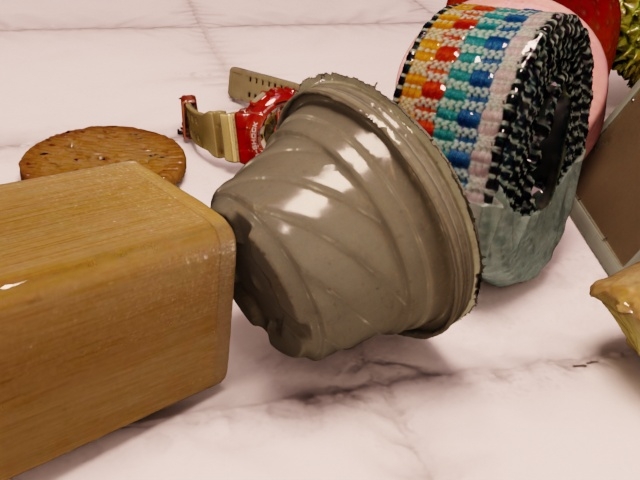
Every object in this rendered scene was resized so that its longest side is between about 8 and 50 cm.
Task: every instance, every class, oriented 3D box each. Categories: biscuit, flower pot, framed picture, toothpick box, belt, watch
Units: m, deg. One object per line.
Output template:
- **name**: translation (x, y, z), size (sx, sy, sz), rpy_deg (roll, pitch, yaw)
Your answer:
- **biscuit**: translation (-0.249, -0.086, 0.904), size (0.187, 0.027, 0.188), rpy_deg (2, 32, -2)
- **flower pot**: translation (0.000, 0.000, 0.616), size (0.140, 0.236, 0.235), rpy_deg (-30, 43, -23)
- **framed picture**: translation (0.368, -0.116, 0.804), size (0.019, 0.296, 0.232), rpy_deg (27, 27, -16)
- **toothpick box**: translation (-0.224, 0.058, 0.522), size (0.308, 0.190, 0.187), rpy_deg (-19, 36, -40)
- **belt**: translation (0.159, -0.087, 0.742), size (0.150, 0.258, 0.207), rpy_deg (17, 12, 36)
- **watch**: translation (-0.102, -0.168, 1.015), size (0.164, 0.102, 0.268), rpy_deg (-20, 30, -32)

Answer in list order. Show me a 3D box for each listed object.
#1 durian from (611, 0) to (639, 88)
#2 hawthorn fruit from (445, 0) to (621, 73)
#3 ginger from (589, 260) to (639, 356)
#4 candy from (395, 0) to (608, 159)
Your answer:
- **durian**: translation (0.533, -0.333, 1.173), size (0.224, 0.291, 0.291), rpy_deg (-24, 12, 37)
- **hawthorn fruit**: translation (0.295, -0.319, 1.093), size (0.253, 0.301, 0.254), rpy_deg (2, 28, -1)
- **ginger**: translation (0.349, 0.070, 0.611), size (0.267, 0.138, 0.152), rpy_deg (4, 39, 27)
- **candy**: translation (0.204, -0.170, 0.928), size (0.255, 0.094, 0.256), rpy_deg (-6, 68, 14)
